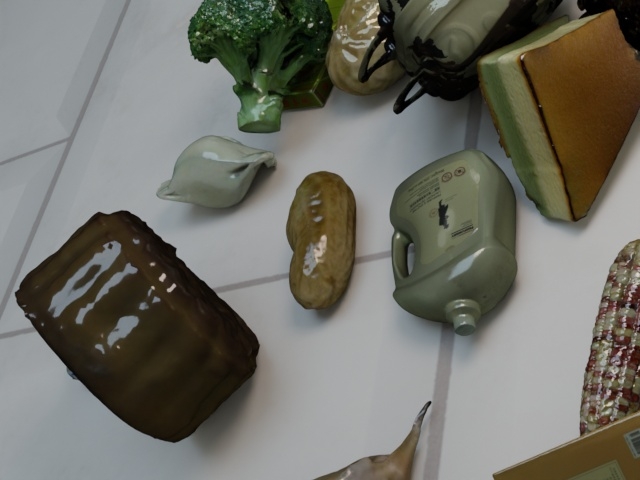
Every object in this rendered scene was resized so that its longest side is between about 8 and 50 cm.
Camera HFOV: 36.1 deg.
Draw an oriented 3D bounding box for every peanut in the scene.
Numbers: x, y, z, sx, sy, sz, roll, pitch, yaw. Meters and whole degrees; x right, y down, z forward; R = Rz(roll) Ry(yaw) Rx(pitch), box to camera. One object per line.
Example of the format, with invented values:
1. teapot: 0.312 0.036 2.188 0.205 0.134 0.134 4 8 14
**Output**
1. peanut: 0.000 0.000 1.405 0.108 0.095 0.226 -33 42 38
2. peanut: 0.127 -0.370 1.562 0.325 0.153 0.140 -55 22 0

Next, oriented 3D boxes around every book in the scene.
1. book: 0.270 0.255 0.973 0.172 0.012 0.118 -28 71 19

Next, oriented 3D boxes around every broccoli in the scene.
1. broccoli: -0.104 -0.312 1.598 0.269 0.270 0.270 -1 87 40

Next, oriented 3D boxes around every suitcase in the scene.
1. suitcase: 0.187 -0.323 1.329 0.339 0.351 0.194 -44 84 5

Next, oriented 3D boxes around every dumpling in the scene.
1. dumpling: -0.165 -0.120 1.647 0.228 0.124 0.151 -7 16 30

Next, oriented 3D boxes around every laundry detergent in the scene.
1. laundry detergent: 0.168 0.012 1.248 0.181 0.091 0.253 -24 44 26

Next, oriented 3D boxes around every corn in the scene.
1. corn: 0.326 0.112 1.042 0.079 0.079 0.237 0 63 41

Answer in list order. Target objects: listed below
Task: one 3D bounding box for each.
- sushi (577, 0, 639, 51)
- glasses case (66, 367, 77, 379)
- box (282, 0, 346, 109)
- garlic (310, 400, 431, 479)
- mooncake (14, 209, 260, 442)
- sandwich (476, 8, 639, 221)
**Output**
1. sushi: 0.484 -0.385 1.210 0.348 0.234 0.207 -37 39 4
2. glasses case: -0.367 0.119 1.641 0.086 0.065 0.248 -22 46 30
3. box: -0.013 -0.365 1.764 0.172 0.043 0.311 0 57 41
4. garlic: -0.021 0.308 1.132 0.338 0.151 0.196 -28 30 18
5. mooncake: -0.235 0.109 1.333 0.187 0.324 0.324 -44 39 -1
6. sandwich: 0.320 -0.160 1.222 0.186 0.220 0.108 -28 17 -20
